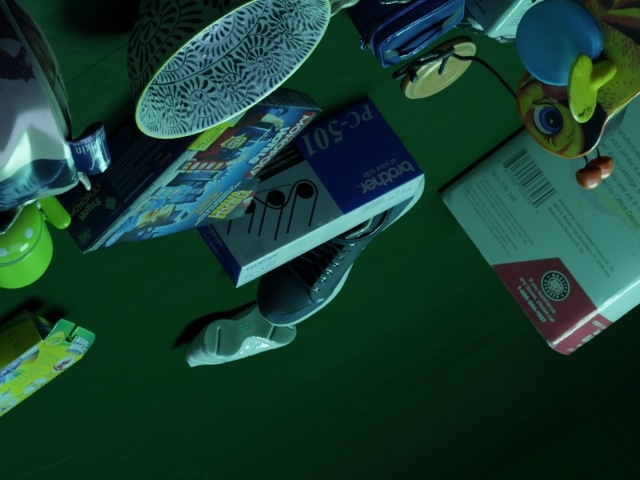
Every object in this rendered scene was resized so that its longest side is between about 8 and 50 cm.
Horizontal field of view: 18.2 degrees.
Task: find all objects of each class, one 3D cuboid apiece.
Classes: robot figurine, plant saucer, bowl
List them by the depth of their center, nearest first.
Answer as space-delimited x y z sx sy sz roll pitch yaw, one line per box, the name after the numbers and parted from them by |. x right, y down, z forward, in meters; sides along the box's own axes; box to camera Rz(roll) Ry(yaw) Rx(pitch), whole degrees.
-0.083 -0.160 1.487 0.170 0.080 0.170 -30 162 -11 | bowl
-0.254 -0.003 1.608 0.101 0.067 0.115 -41 163 -13 | robot figurine
0.116 -0.165 1.934 0.083 0.013 0.083 -30 162 -11 | plant saucer

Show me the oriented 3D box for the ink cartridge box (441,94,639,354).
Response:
0.328 -0.048 2.263 0.306 0.226 0.131 -36 162 7 | ink cartridge box

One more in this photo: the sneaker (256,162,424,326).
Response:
-0.001 -0.002 2.002 0.226 0.086 0.163 -48 170 11 | sneaker

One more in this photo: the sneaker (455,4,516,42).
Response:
0.172 -0.208 1.840 0.178 0.072 0.077 -8 159 -44 | sneaker

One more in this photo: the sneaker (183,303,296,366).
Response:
-0.091 0.105 2.216 0.152 0.053 0.061 -11 166 -46 | sneaker

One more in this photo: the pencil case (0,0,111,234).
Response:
-0.342 -0.010 1.258 0.410 0.160 0.183 -31 119 -12 | pencil case

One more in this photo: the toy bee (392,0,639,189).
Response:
0.228 -0.135 1.637 0.195 0.162 0.298 -32 -173 -31 | toy bee

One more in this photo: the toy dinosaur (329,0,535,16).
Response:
0.120 -0.220 1.582 0.268 0.064 0.118 -8 -168 -2 | toy dinosaur

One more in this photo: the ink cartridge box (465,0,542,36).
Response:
0.225 -0.279 1.712 0.153 0.087 0.208 -13 153 -46 | ink cartridge box

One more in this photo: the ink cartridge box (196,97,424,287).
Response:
-0.015 -0.047 1.869 0.207 0.097 0.046 -28 161 -22 | ink cartridge box

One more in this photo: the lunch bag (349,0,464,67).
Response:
0.073 -0.193 1.700 0.098 0.065 0.067 -33 162 -5 | lunch bag

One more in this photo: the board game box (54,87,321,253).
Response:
-0.102 -0.072 1.714 0.194 0.060 0.194 -43 162 23 | board game box

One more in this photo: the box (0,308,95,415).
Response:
-0.304 0.125 1.890 0.179 0.043 0.105 -34 162 5 | box
